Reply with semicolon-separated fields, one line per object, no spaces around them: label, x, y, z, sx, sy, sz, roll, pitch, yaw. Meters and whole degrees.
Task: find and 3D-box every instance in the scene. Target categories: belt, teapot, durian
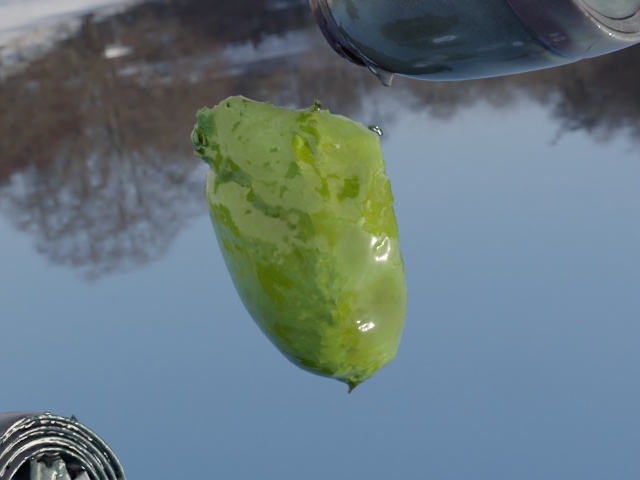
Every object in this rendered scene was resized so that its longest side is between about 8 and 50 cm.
belt;-0.289;0.296;1.590;0.116;0.267;0.206;-8;160;42
teapot;0.119;-0.293;1.484;0.312;0.314;0.233;-12;174;40
durian;0.000;0.000;1.786;0.204;0.339;0.256;-18;178;15
